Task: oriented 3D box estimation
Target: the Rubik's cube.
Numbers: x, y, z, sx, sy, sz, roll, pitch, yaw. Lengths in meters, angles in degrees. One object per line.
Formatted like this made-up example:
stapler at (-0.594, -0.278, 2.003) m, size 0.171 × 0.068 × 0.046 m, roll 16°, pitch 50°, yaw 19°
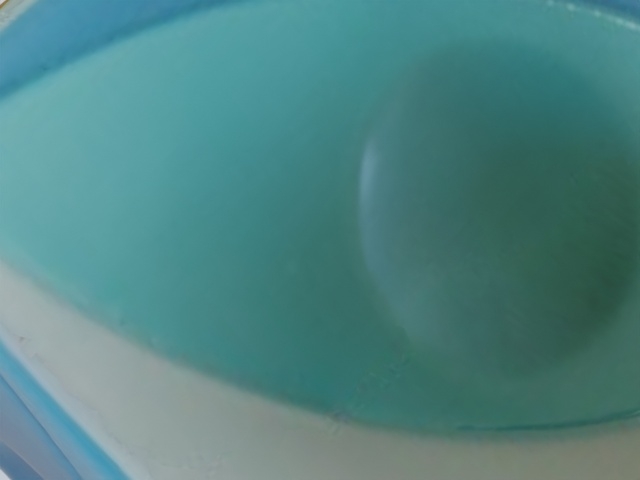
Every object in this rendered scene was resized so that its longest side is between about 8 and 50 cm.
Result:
Rubik's cube at (0.000, 0.000, 0.662) m, size 0.347 × 0.352 × 0.351 m, roll -45°, pitch 100°, yaw -20°
